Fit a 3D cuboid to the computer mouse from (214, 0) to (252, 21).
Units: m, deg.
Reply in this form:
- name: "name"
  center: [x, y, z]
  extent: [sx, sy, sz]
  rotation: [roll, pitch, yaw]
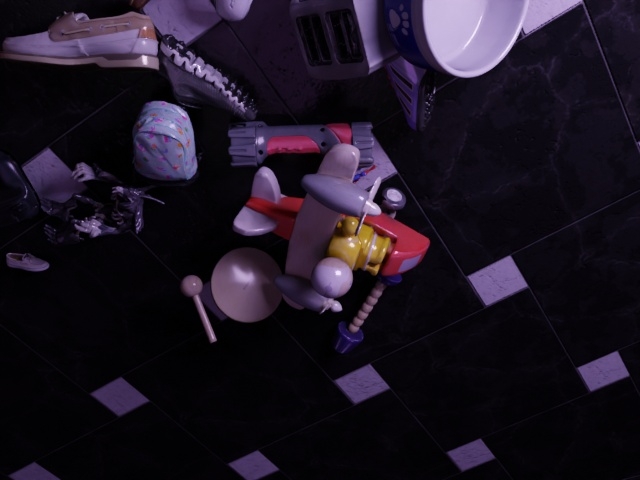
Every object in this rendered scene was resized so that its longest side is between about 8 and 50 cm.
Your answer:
- name: "computer mouse"
  center: [-0.151, -0.453, 1.059]
  extent: [0.106, 0.042, 0.193]
  rotation: [10, 158, -12]

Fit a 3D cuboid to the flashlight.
- name: "flashlight"
  center: [-0.041, -0.197, 1.252]
  extent: [0.304, 0.103, 0.103]
  rotation: [-4, 126, -1]

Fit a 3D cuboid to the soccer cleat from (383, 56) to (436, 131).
- name: "soccer cleat"
  center: [0.163, -0.367, 1.161]
  extent: [0.117, 0.108, 0.318]
  rotation: [2, 126, 20]

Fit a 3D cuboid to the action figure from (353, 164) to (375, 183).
- name: "action figure"
  center: [0.071, -0.144, 1.333]
  extent: [0.115, 0.030, 0.038]
  rotation: [-34, 112, 24]

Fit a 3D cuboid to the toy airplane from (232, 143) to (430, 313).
- name: "toy airplane"
  center: [0.000, 0.000, 1.260]
  extent: [0.385, 0.272, 0.386]
  rotation: [-22, 134, 23]

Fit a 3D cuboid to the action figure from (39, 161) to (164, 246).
- name: "action figure"
  center: [-0.485, -0.075, 1.281]
  extent: [0.276, 0.163, 0.141]
  rotation: [-18, 162, 17]

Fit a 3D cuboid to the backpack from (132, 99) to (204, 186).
- name: "backpack"
  center: [-0.321, -0.196, 1.218]
  extent: [0.152, 0.115, 0.182]
  rotation: [1, 140, -10]

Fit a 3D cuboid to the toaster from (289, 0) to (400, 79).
- name: "toaster"
  center: [0.049, -0.387, 1.085]
  extent: [0.168, 0.110, 0.185]
  rotation: [13, 132, 44]

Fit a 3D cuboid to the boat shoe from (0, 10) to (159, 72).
- name: "boat shoe"
  center: [-0.458, -0.380, 1.124]
  extent: [0.303, 0.113, 0.103]
  rotation: [2, 99, 2]

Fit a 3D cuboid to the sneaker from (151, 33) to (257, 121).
- name: "sneaker"
  center: [-0.240, -0.305, 1.192]
  extent: [0.234, 0.078, 0.106]
  rotation: [35, 118, -18]

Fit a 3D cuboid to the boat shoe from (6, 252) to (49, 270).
- name: "boat shoe"
  center: [-0.712, 0.049, 1.426]
  extent: [0.100, 0.035, 0.035]
  rotation: [10, 125, -1]

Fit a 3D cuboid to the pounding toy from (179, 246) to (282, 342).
- name: "pounding toy"
  center: [-0.215, 0.125, 1.441]
  extent: [0.237, 0.110, 0.182]
  rotation: [-27, 92, -26]

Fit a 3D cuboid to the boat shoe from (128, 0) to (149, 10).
- name: "boat shoe"
  center: [-0.281, -0.484, 1.079]
  extent: [0.178, 0.064, 0.060]
  rotation: [-39, 114, 18]

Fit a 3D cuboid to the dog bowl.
- name: "dog bowl"
  center: [0.242, -0.427, 1.027]
  extent: [0.265, 0.104, 0.264]
  rotation: [-17, 120, -31]

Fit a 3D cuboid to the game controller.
- name: "game controller"
  center: [-0.775, -0.092, 1.298]
  extent: [0.319, 0.067, 0.166]
  rotation: [-14, 105, 17]

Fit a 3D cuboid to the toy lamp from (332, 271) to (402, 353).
- name: "toy lamp"
  center: [0.113, 0.184, 1.520]
  extent: [0.080, 0.080, 0.274]
  rotation: [23, 118, -16]
